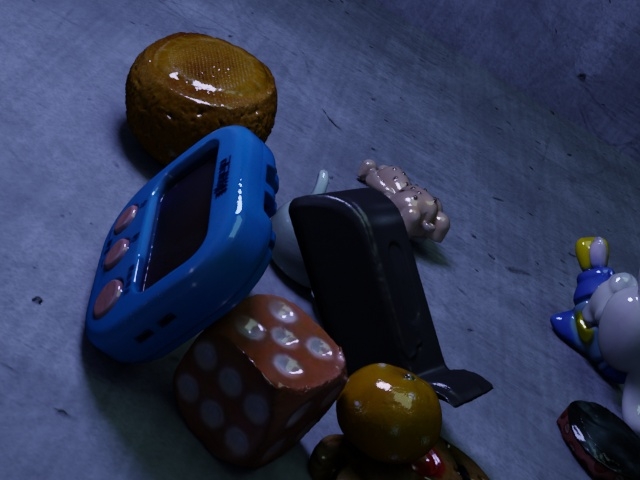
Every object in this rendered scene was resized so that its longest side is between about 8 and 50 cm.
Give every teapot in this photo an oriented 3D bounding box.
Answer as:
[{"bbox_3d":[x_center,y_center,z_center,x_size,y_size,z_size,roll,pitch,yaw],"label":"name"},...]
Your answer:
[{"bbox_3d":[0.000,0.000,1.879,0.193,0.129,0.294,20,30,-22],"label":"teapot"}]

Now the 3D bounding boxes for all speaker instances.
[{"bbox_3d":[0.113,0.088,1.677,0.180,0.184,0.389,-12,83,-54],"label":"speaker"}]

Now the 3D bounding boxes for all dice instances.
[{"bbox_3d":[-0.085,0.195,1.432,0.175,0.174,0.179,43,33,16],"label":"dice"}]

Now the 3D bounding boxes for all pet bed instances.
[{"bbox_3d":[0.526,0.373,1.921,0.201,0.053,0.201,25,29,-15],"label":"pet bed"}]

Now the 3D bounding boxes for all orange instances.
[{"bbox_3d":[0.099,0.242,1.480,0.156,0.124,0.156,30,18,-10],"label":"orange"}]

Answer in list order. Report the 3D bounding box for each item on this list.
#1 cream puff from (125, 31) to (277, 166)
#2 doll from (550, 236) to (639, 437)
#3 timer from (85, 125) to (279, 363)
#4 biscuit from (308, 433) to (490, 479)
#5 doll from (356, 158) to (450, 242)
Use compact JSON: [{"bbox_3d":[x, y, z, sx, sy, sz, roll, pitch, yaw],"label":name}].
[{"bbox_3d":[-0.229,-0.243,1.947,0.303,0.212,0.303,15,37,-12],"label":"cream puff"},{"bbox_3d":[0.621,0.163,2.142,0.187,0.376,0.365,17,11,-17],"label":"doll"},{"bbox_3d":[-0.189,0.006,1.463,0.115,0.309,0.340,40,29,-28],"label":"timer"},{"bbox_3d":[0.126,0.376,1.480,0.314,0.063,0.367,37,28,4],"label":"biscuit"},{"bbox_3d":[0.174,-0.086,2.242,0.154,0.119,0.278,20,20,-25],"label":"doll"}]
